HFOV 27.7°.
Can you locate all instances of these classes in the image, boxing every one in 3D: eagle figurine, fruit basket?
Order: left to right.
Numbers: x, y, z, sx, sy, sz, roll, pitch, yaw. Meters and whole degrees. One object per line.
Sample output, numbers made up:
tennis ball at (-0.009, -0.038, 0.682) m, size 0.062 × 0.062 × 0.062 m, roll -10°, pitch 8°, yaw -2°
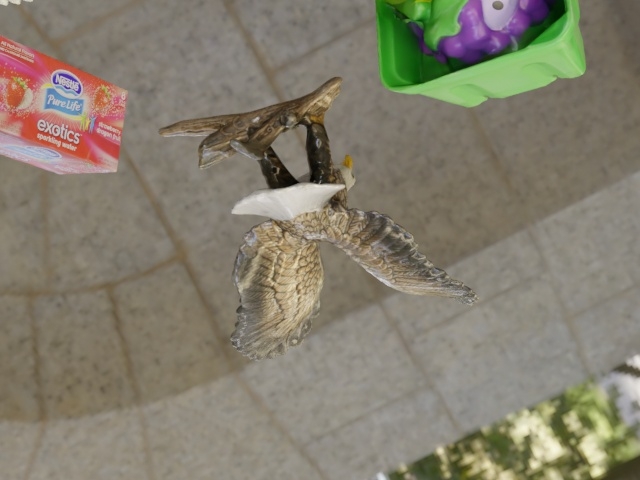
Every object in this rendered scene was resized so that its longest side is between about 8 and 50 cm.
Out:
eagle figurine at (0.007, -0.006, 1.284) m, size 0.226 × 0.225 × 0.298 m, roll 13°, pitch 130°, yaw 52°
fruit basket at (0.143, -0.367, 1.536) m, size 0.392 × 0.283 × 0.392 m, roll 35°, pitch -132°, yaw -51°

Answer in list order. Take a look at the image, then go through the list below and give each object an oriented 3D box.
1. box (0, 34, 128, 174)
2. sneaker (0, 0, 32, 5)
box at (-0.402, -0.183, 1.812) m, size 0.257 × 0.122 × 0.128 m, roll 21°, pitch -107°, yaw -54°
sneaker at (-0.375, -0.308, 1.221) m, size 0.102 × 0.293 × 0.146 m, roll 63°, pitch -149°, yaw -86°
